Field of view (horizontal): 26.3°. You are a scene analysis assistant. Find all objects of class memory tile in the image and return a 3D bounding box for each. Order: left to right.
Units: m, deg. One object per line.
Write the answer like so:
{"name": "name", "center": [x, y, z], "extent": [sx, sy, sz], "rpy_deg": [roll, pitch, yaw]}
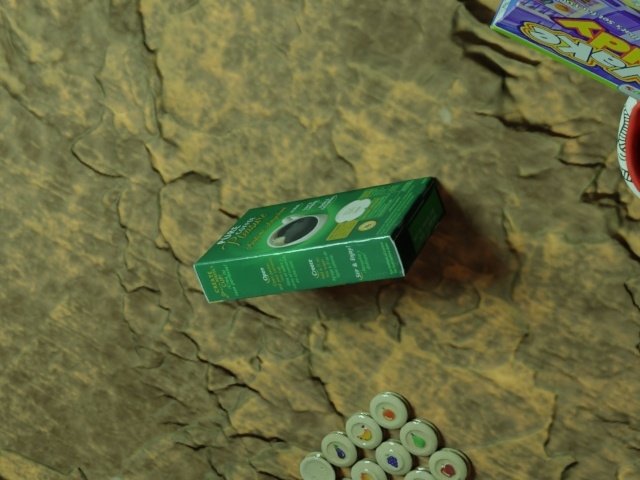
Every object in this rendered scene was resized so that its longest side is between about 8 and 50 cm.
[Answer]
{"name": "memory tile", "center": [0.057, 0.209, 1.257], "extent": [0.113, 0.012, 0.148], "rpy_deg": [44, 125, 0]}

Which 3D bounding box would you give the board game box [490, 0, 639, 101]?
{"name": "board game box", "center": [0.286, -0.096, 0.731], "extent": [0.347, 0.233, 0.078], "rpy_deg": [25, 84, -4]}

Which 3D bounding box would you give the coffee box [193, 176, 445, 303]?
{"name": "coffee box", "center": [0.000, 0.000, 1.120], "extent": [0.184, 0.113, 0.040], "rpy_deg": [-9, 113, 28]}

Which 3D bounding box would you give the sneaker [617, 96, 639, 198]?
{"name": "sneaker", "center": [0.274, -0.145, 0.892], "extent": [0.090, 0.145, 0.270], "rpy_deg": [25, 123, 13]}
